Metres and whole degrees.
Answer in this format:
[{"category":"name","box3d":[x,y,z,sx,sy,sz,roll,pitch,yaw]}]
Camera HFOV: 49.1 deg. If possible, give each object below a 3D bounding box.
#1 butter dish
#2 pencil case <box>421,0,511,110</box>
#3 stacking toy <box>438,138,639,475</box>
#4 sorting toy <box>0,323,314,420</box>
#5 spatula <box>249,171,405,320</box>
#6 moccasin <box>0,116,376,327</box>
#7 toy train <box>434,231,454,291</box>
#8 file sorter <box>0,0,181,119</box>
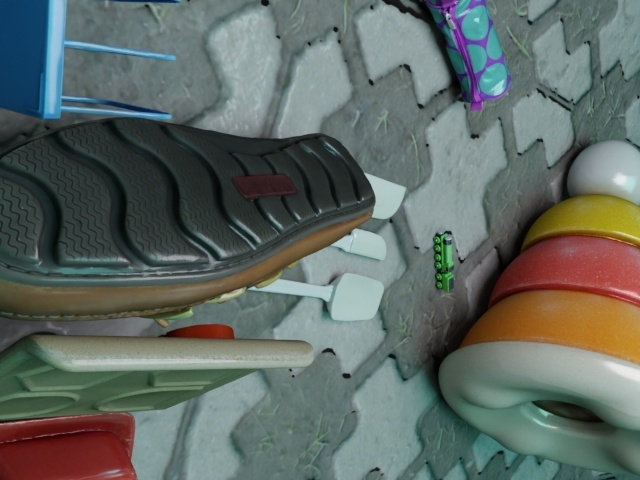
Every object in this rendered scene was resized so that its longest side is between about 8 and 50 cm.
[{"category":"butter dish","box3d":[-0.208,0.233,0.561,0.160,0.118,0.160,6,99,-46]},{"category":"pencil case","box3d":[0.171,-0.229,0.806,0.152,0.064,0.070,55,49,-39]},{"category":"stacking toy","box3d":[0.390,0.059,1.005,0.350,0.350,0.480,49,52,-42]},{"category":"sorting toy","box3d":[-0.186,0.090,0.478,0.307,0.229,0.041,10,65,-45]},{"category":"spatula","box3d":[0.000,0.000,0.753,0.242,0.019,0.168,12,97,-45]},{"category":"moccasin","box3d":[-0.100,-0.011,0.523,0.147,0.139,0.380,-40,173,28]},{"category":"toy train","box3d":[0.163,0.029,0.915,0.017,0.023,0.083,-26,121,-35]},{"category":"file sorter","box3d":[-0.161,-0.172,0.472,0.104,0.118,0.170,-6,108,-47]}]
